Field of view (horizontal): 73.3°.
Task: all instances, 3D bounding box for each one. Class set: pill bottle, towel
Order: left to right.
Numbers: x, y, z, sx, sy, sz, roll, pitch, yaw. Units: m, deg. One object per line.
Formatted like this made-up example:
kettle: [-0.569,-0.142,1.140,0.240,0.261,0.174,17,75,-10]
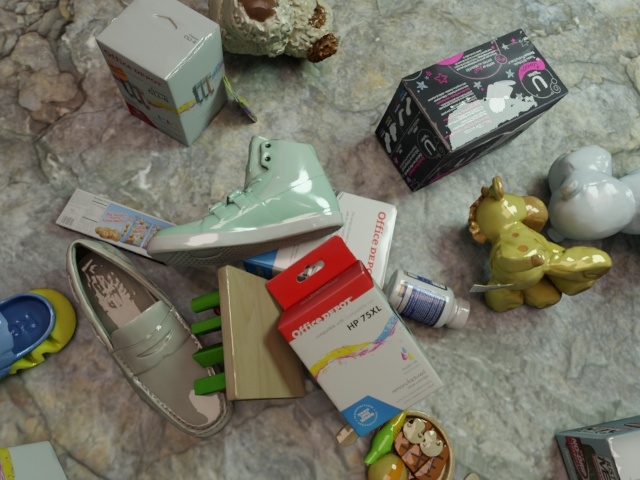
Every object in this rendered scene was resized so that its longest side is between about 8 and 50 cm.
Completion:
towel: [-0.137,-0.241,0.740,0.009,0.083,0.060,-34,76,6]
pill bottle: [0.162,0.094,0.662,0.120,0.067,0.067,21,69,1]

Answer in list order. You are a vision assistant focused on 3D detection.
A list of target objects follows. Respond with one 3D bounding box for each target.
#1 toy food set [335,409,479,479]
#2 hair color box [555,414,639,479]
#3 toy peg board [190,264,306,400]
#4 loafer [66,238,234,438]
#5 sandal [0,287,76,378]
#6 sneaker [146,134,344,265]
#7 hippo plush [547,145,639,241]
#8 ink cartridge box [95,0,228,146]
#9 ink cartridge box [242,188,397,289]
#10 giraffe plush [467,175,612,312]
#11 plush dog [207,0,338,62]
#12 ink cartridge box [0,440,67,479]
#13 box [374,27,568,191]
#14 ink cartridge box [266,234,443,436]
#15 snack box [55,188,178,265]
toy food set: [0.128,0.305,0.597,0.132,0.038,0.192,-42,80,-18]
hair color box: [0.555,0.335,0.601,0.374,0.113,0.185,-6,71,-10]
toy peg board: [-0.102,0.136,0.585,0.079,0.160,0.161,-19,65,21]
loafer: [-0.236,0.129,0.575,0.112,0.111,0.319,-42,80,-20]
sandal: [-0.469,0.171,0.521,0.126,0.138,0.317,39,72,6]
sneaker: [-0.109,-0.057,0.579,0.256,0.094,0.151,-13,77,-18]
hippo plush: [0.506,-0.047,0.714,0.236,0.234,0.294,-5,51,23]
ink cartridge box: [-0.238,-0.268,0.683,0.128,0.176,0.127,31,70,5]
ink cartridge box: [0.000,0.000,0.665,0.203,0.086,0.148,16,70,-1]
giraffe plush: [0.301,0.001,0.667,0.210,0.181,0.170,8,57,-22]
plush dog: [-0.079,-0.398,0.768,0.225,0.210,0.262,-2,66,-29]
ink cartridge box: [-0.376,0.339,0.399,0.198,0.270,0.197,-29,75,-16]
box: [0.246,-0.213,0.732,0.247,0.163,0.142,-26,79,-15]
ink cartridge box: [0.039,0.123,0.574,0.134,0.078,0.231,-35,97,7]
snack box: [-0.309,-0.021,0.668,0.178,0.022,0.064,20,68,0]
